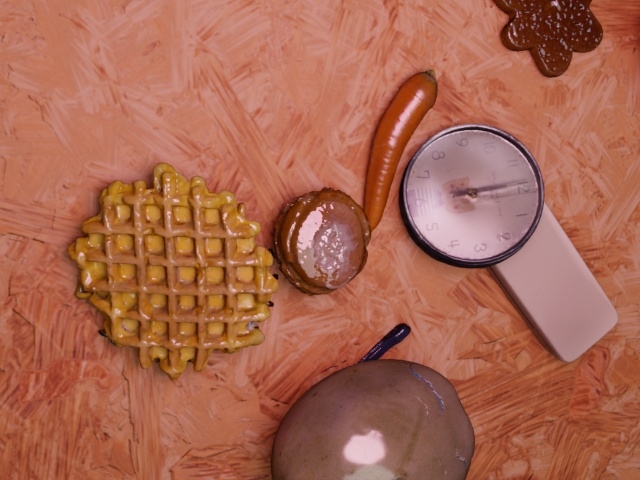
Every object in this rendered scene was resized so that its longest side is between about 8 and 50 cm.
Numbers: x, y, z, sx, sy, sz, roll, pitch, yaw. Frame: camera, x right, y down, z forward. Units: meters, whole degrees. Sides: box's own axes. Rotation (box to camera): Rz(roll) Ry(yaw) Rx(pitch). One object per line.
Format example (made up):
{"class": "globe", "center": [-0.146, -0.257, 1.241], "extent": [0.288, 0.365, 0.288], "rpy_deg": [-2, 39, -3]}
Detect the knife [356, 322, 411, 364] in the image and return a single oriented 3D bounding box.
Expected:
{"class": "knife", "center": [0.100, 0.180, 1.326], "extent": [0.121, 0.031, 0.018], "rpy_deg": [-44, 112, -1]}

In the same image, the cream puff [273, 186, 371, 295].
{"class": "cream puff", "center": [0.000, 0.000, 1.211], "extent": [0.150, 0.115, 0.165], "rpy_deg": [32, 84, -21]}

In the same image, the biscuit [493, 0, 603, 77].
{"class": "biscuit", "center": [0.349, -0.379, 1.261], "extent": [0.179, 0.039, 0.236], "rpy_deg": [-35, 108, -3]}

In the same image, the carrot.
{"class": "carrot", "center": [0.108, -0.142, 1.244], "extent": [0.062, 0.066, 0.271], "rpy_deg": [29, 99, 24]}

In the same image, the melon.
{"class": "melon", "center": [0.086, 0.320, 1.235], "extent": [0.330, 0.268, 0.269], "rpy_deg": [-23, 109, -28]}

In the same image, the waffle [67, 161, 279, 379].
{"class": "waffle", "center": [-0.216, 0.050, 1.161], "extent": [0.329, 0.062, 0.329], "rpy_deg": [0, 110, -1]}

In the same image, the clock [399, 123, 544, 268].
{"class": "clock", "center": [0.235, -0.069, 1.248], "extent": [0.225, 0.049, 0.226], "rpy_deg": [0, 84, 3]}

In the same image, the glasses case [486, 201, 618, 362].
{"class": "glasses case", "center": [0.370, 0.055, 1.351], "extent": [0.131, 0.070, 0.313], "rpy_deg": [-40, 109, -3]}
